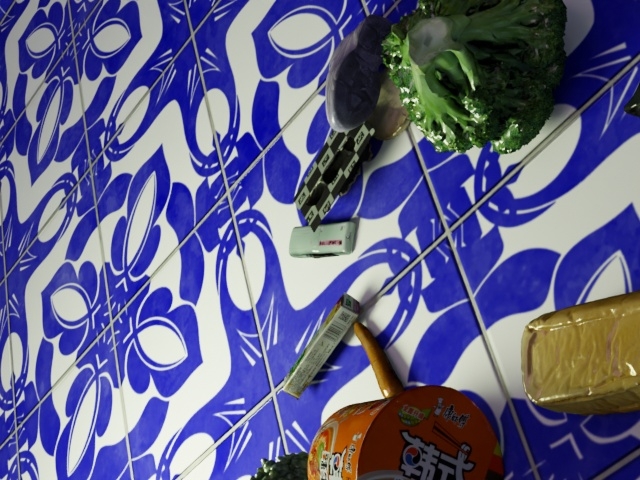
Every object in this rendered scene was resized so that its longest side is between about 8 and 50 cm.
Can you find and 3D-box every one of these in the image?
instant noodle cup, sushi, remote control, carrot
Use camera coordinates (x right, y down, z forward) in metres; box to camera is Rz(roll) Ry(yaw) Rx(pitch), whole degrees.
[{"bbox_3d":[0.112,0.337,1.713,0.192,0.250,0.250,-13,66,60],"label":"instant noodle cup"},{"bbox_3d":[0.041,-0.125,2.139,0.215,0.051,0.192,-59,22,12],"label":"sushi"},{"bbox_3d":[0.000,0.000,2.161,0.166,0.029,0.065,-5,71,52],"label":"remote control"},{"bbox_3d":[0.095,0.196,1.955,0.037,0.037,0.190,-54,36,24],"label":"carrot"}]

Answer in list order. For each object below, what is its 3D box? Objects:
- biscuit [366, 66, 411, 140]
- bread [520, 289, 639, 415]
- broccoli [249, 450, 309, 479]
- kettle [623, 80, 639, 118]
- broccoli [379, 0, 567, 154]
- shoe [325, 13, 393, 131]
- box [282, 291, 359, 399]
[{"bbox_3d":[0.126,-0.249,2.101,0.152,0.020,0.152,-26,56,46],"label":"biscuit"},{"bbox_3d":[0.389,0.140,1.508,0.288,0.119,0.152,-21,63,49],"label":"bread"},{"bbox_3d":[-0.075,0.512,1.876,0.281,0.294,0.347,92,-175,-60],"label":"broccoli"},{"bbox_3d":[0.536,-0.285,1.465,0.203,0.262,0.307,110,169,-85],"label":"kettle"},{"bbox_3d":[0.229,-0.277,1.780,0.308,0.275,0.307,-5,79,25],"label":"broccoli"},{"bbox_3d":[0.051,-0.290,2.133,0.138,0.095,0.245,-33,32,57],"label":"shoe"},{"bbox_3d":[0.000,0.186,2.060,0.207,0.041,0.050,-57,12,22],"label":"box"}]
